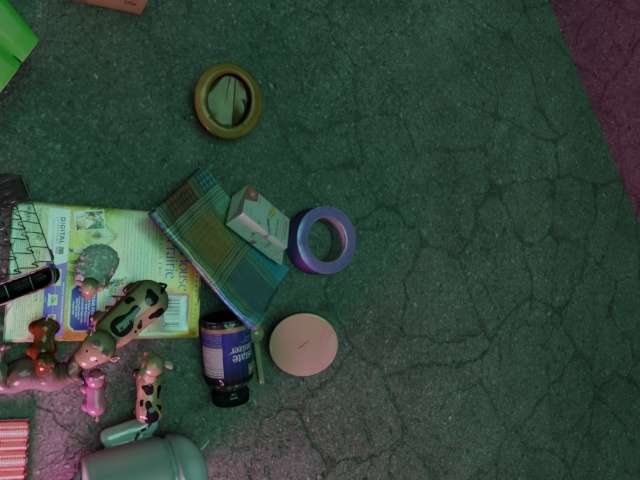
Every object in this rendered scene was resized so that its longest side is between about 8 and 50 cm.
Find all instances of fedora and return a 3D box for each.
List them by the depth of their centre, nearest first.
[{"bbox_3d":[-0.245,-0.358,1.435,0.194,0.079,0.195,-2,94,-29],"label":"fedora"}]

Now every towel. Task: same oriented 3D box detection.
[{"bbox_3d":[-0.720,0.513,1.144,0.198,0.031,0.275,6,83,-27],"label":"towel"},{"bbox_3d":[-0.230,0.014,1.366,0.370,0.040,0.271,52,30,-16],"label":"towel"}]

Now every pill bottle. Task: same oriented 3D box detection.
[{"bbox_3d":[-0.230,0.293,1.375,0.122,0.122,0.219,-8,99,-30],"label":"pill bottle"}]

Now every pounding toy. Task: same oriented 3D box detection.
[{"bbox_3d":[-0.073,0.267,1.499,0.236,0.110,0.183,-13,106,0],"label":"pounding toy"}]

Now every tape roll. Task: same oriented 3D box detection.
[{"bbox_3d":[0.000,0.000,1.553,0.188,0.080,0.189,2,85,-29],"label":"tape roll"}]

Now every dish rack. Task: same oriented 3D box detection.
[{"bbox_3d":[-0.665,-0.001,1.125,0.208,0.074,0.272,-20,87,-6],"label":"dish rack"}]

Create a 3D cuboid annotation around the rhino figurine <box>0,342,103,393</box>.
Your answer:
[{"bbox_3d":[-0.600,0.275,1.202,0.243,0.073,0.106,5,81,-31],"label":"rhino figurine"}]

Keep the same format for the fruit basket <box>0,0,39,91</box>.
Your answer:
[{"bbox_3d":[-0.776,-0.380,1.016,0.392,0.282,0.392,-6,98,-42],"label":"fruit basket"}]

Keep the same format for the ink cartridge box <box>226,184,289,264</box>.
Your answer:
[{"bbox_3d":[-0.145,-0.037,1.439,0.198,0.067,0.115,40,33,-31],"label":"ink cartridge box"}]

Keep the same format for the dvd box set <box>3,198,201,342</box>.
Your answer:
[{"bbox_3d":[-0.487,0.076,1.283,0.420,0.062,0.308,3,85,-29],"label":"dvd box set"}]

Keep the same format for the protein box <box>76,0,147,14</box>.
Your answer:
[{"bbox_3d":[-0.483,-0.633,1.246,0.199,0.201,0.136,1,86,-29],"label":"protein box"}]

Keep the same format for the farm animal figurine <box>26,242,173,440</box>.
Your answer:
[{"bbox_3d":[-0.425,0.215,1.170,0.330,0.172,0.327,37,68,-24],"label":"farm animal figurine"}]

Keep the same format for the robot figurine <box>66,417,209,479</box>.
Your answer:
[{"bbox_3d":[-0.402,0.547,1.224,0.353,0.199,0.300,-4,75,-29],"label":"robot figurine"}]
